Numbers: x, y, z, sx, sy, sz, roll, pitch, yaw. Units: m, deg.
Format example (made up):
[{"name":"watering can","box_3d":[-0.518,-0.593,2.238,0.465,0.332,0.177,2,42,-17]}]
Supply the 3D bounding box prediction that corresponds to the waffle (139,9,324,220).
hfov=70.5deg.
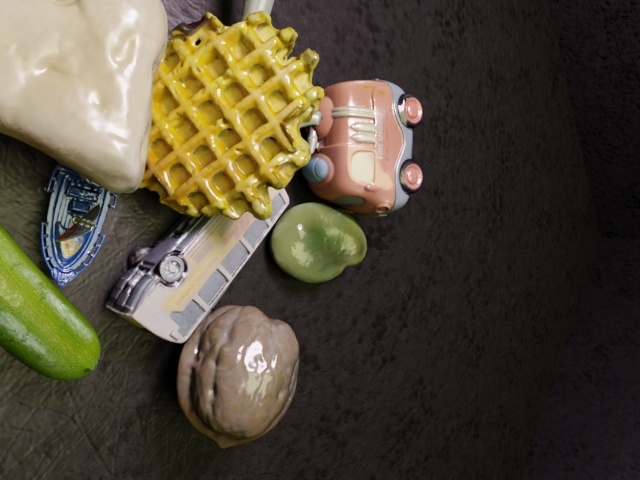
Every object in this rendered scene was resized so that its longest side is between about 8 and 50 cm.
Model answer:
[{"name":"waffle","box_3d":[-0.154,-0.184,0.655,0.060,0.308,0.311,-38,150,-85]}]

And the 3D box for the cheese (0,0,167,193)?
[{"name":"cheese","box_3d":[-0.311,-0.206,0.536,0.248,0.174,0.251,17,89,-20]}]

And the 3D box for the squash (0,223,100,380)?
[{"name":"squash","box_3d":[-0.401,0.039,0.544,0.101,0.102,0.378,-46,127,-32]}]

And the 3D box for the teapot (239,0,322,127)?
[{"name":"teapot","box_3d":[-0.131,-0.299,0.751,0.220,0.149,0.317,-34,116,-40]}]

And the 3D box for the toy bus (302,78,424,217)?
[{"name":"toy bus","box_3d":[0.072,-0.192,0.938,0.232,0.194,0.287,0,93,-36]}]

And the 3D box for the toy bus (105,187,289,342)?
[{"name":"toy bus","box_3d":[-0.190,0.006,0.756,0.342,0.097,0.138,-57,135,-27]}]

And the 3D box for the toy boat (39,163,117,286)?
[{"name":"toy boat","box_3d":[-0.325,-0.023,0.607,0.091,0.110,0.174,16,83,-41]}]

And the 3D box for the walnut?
[{"name":"walnut","box_3d":[-0.135,0.222,0.746,0.224,0.224,0.223,-4,95,-45]}]

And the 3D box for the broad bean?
[{"name":"broad bean","box_3d":[0.000,0.000,0.941,0.228,0.100,0.169,-23,101,-40]}]
